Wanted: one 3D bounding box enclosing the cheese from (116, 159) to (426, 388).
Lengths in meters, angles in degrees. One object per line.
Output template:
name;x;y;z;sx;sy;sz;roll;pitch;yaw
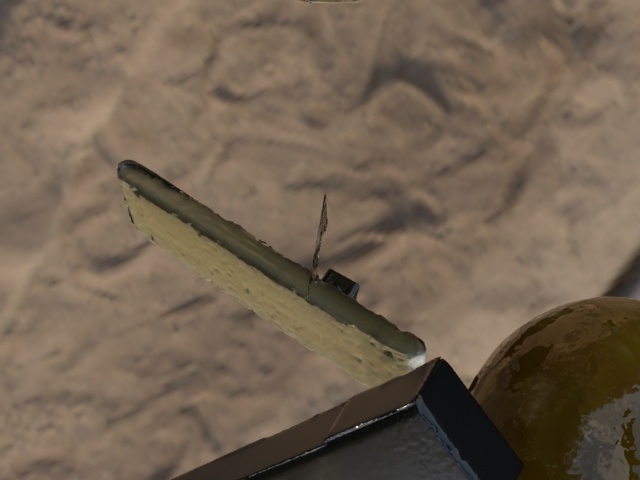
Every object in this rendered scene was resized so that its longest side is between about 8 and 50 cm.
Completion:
cheese;-0.050;0.039;1.771;0.034;0.400;0.085;-34;138;-29

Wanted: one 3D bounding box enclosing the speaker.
speaker;-0.002;0.141;1.065;0.218;0.044;0.082;-26;108;34

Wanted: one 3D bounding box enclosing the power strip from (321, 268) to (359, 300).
power strip;0.012;0.063;1.841;0.029;0.038;0.111;-57;172;-22

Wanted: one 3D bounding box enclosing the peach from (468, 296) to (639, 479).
peach;0.184;0.156;1.214;0.251;0.153;0.251;-10;107;-38

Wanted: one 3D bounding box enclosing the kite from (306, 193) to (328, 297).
kite;0.000;0.000;1.532;0.004;0.090;0.122;9;142;-3

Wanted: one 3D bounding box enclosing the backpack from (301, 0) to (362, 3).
backpack;-0.042;-0.371;1.789;0.378;0.353;0.201;9;141;-9
